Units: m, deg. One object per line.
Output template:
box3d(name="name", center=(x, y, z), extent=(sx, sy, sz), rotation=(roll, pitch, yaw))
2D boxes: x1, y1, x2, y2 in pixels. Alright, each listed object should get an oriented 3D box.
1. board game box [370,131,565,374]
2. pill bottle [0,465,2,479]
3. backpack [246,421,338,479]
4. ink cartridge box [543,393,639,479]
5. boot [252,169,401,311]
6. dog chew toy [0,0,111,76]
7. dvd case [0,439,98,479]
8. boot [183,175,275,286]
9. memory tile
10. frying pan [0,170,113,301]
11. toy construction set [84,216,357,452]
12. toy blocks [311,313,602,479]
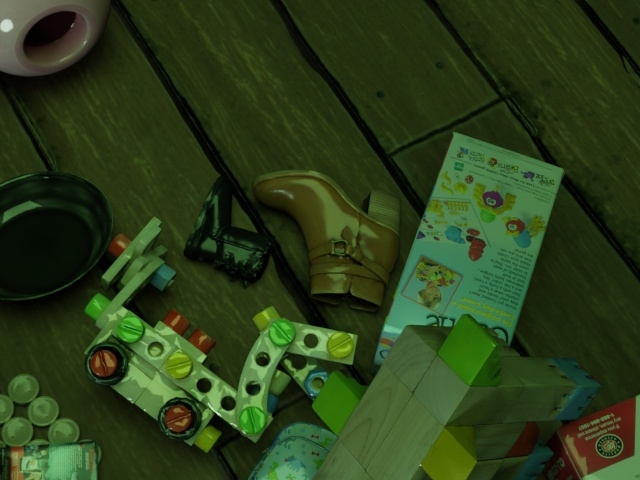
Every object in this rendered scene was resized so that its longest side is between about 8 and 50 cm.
box3d(name="board game box", center=(0.173, 0.037, 1.480), extent=(0.144, 0.142, 0.275), rotation=(20, 64, 5))
box3d(name="pill bottle", center=(-0.406, 0.356, 1.270), extent=(0.176, 0.176, 0.319), rotation=(-9, 66, -8))
box3d(name="backpack", center=(-0.021, 0.263, 1.392), extent=(0.105, 0.084, 0.114), rotation=(28, 63, 7))
box3d(name="ink cartridge box", center=(0.395, 0.312, 1.380), extent=(0.197, 0.114, 0.273), rotation=(-19, 66, -13))
box3d(name="boot", center=(0.000, 0.000, 1.526), extent=(0.197, 0.073, 0.152), rotation=(11, 66, 3))
box3d(name="dog chew toy", center=(-0.408, -0.368, 1.610), extent=(0.206, 0.207, 0.332), rotation=(-26, 62, -15))
box3d(name="dvd case", center=(-0.309, 0.270, 1.393), extent=(0.119, 0.013, 0.087), rotation=(-5, 66, -5))
box3d(name="boot", center=(-0.104, -0.011, 1.538), extent=(0.099, 0.045, 0.121), rotation=(19, 72, 8))
box3d(name="memory tile", center=(-0.334, 0.233, 1.424), extent=(0.113, 0.012, 0.148), rotation=(-41, 74, -20))
box3d(name="frying pan", center=(-0.408, 0.003, 1.500), extent=(0.326, 0.053, 0.197), rotation=(-4, 51, 4))
box3d(name="toy construction set", center=(-0.140, 0.110, 1.418), extent=(0.327, 0.151, 0.215), rotation=(34, 81, 17))
box3d(name="toy blocks", center=(0.131, 0.234, 1.308), extent=(0.260, 0.381, 0.191), rotation=(7, 30, -47))
